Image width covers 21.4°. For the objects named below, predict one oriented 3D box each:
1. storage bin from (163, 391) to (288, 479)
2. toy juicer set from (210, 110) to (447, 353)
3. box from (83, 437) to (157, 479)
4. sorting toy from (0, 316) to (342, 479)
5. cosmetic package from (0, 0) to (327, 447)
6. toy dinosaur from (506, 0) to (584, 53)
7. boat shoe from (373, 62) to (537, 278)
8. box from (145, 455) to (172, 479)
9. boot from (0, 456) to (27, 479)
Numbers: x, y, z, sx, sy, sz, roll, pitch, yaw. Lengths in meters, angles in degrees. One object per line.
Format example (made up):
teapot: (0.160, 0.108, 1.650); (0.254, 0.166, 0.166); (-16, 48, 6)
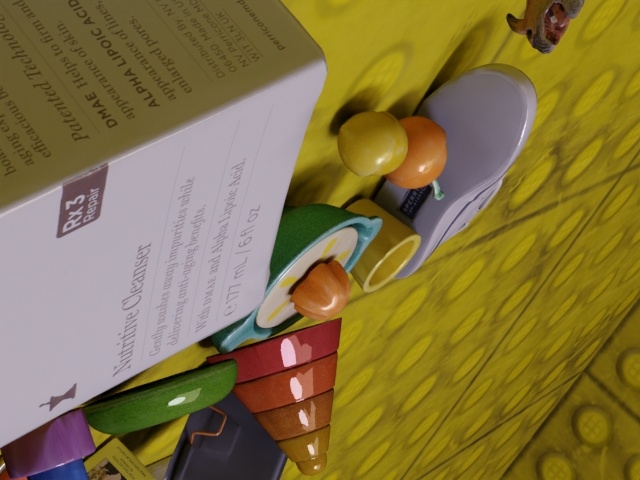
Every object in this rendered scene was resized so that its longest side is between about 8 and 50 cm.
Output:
storage bin: (-0.076, 0.184, 1.482); (0.098, 0.091, 0.135); (101, 8, -58)
toy juicer set: (0.000, 0.000, 1.339); (0.329, 0.089, 0.209); (-24, 154, -47)
box: (-0.241, 0.269, 1.421); (0.232, 0.058, 0.087); (-39, 160, -25)
sorting toy: (-0.095, 0.162, 1.344); (0.127, 0.126, 0.365); (-18, 180, 38)
cosmetic package: (-0.204, 0.006, 0.723); (0.385, 0.156, 0.217); (-30, 157, -26)
toy dinosaur: (0.202, -0.278, 1.176); (0.296, 0.127, 0.200); (-47, 174, -42)
boat shoe: (0.117, -0.071, 1.483); (0.084, 0.095, 0.258); (-35, 169, -44)
box: (-0.202, 0.342, 1.621); (0.290, 0.087, 0.169); (-55, 160, 26)
boot: (-0.207, 0.234, 1.315); (0.059, 0.084, 0.158); (-32, 126, -26)
